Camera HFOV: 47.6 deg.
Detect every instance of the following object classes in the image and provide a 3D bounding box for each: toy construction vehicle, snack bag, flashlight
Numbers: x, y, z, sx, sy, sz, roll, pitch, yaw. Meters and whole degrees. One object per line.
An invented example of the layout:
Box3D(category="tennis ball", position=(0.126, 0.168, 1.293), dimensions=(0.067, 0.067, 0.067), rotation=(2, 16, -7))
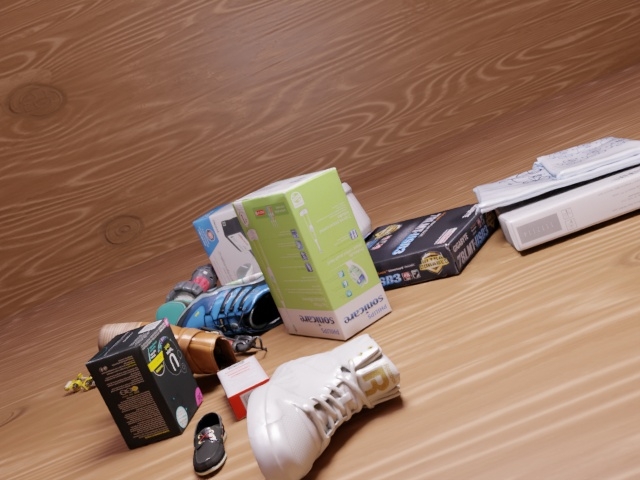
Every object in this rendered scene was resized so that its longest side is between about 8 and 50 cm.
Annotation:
Box3D(category="toy construction vehicle", position=(-0.525, 0.316, 1.647), dimensions=(0.098, 0.035, 0.086), rotation=(-22, 21, 16))
Box3D(category="snack bag", position=(0.479, -0.144, 1.508), dimensions=(0.343, 0.037, 0.323), rotation=(-19, 8, 13))
Box3D(category="flashlight", position=(-0.340, 0.131, 1.991), dimensions=(0.103, 0.103, 0.304), rotation=(-22, 11, 8))

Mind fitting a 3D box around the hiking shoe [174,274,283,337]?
Box3D(category="hiking shoe", position=(-0.172, 0.149, 1.521), dimensions=(0.304, 0.113, 0.132), rotation=(-27, 17, 0))

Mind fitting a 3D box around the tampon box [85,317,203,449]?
Box3D(category="tampon box", position=(-0.281, 0.231, 1.182), dimensions=(0.102, 0.160, 0.120), rotation=(-20, 12, 13))

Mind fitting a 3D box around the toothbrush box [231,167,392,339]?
Box3D(category="toothbrush box", position=(-0.019, 0.028, 1.330), dimensions=(0.122, 0.283, 0.206), rotation=(-27, 11, -30))

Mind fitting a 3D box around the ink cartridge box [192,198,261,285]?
Box3D(category="ink cartridge box", position=(-0.167, -0.008, 1.997), dimensions=(0.308, 0.223, 0.129), rotation=(-15, 13, 36))

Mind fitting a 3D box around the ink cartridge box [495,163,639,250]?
Box3D(category="ink cartridge box", position=(0.492, -0.078, 1.403), dimensions=(0.297, 0.066, 0.261), rotation=(-20, 7, 9))

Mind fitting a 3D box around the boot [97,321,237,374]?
Box3D(category="boot", position=(-0.259, 0.212, 1.366), dimensions=(0.220, 0.109, 0.283), rotation=(2, -25, 11))

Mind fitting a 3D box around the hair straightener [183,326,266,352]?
Box3D(category="hair straightener", position=(-0.176, 0.191, 1.413), dimensions=(0.089, 0.047, 0.230), rotation=(0, -5, -42))

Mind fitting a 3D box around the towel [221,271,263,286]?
Box3D(category="towel", position=(-0.158, 0.131, 1.607), dimensions=(0.152, 0.113, 0.023), rotation=(-21, 35, 1))

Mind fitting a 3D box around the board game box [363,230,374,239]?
Box3D(category="board game box", position=(0.148, 0.001, 1.838), dimensions=(0.281, 0.027, 0.145), rotation=(-15, 14, 35))

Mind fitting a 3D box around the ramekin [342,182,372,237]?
Box3D(category="ramekin", position=(0.000, 0.000, 1.676), dimensions=(0.273, 0.127, 0.273), rotation=(-42, -3, -3))

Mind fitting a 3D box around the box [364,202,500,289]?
Box3D(category="box", position=(0.198, 0.017, 1.538), dimensions=(0.293, 0.073, 0.295), rotation=(-17, 12, 35))

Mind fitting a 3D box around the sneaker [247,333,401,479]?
Box3D(category="sneaker", position=(0.015, 0.193, 0.906), dimensions=(0.169, 0.108, 0.292), rotation=(-24, 9, 11))

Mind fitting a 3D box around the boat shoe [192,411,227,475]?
Box3D(category="boat shoe", position=(-0.157, 0.281, 1.006), dimensions=(0.049, 0.042, 0.133), rotation=(-20, 12, 0))

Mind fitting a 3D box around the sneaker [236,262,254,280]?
Box3D(category="sneaker", position=(-0.200, 0.126, 1.874), dimensions=(0.054, 0.061, 0.152), rotation=(-8, 35, 28))

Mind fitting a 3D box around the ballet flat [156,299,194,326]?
Box3D(category="ballet flat", position=(-0.298, 0.180, 1.771), dimensions=(0.247, 0.083, 0.087), rotation=(-13, -11, 41))

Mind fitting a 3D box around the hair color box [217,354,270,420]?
Box3D(category="hair color box", position=(-0.119, 0.233, 1.161), dimensions=(0.072, 0.043, 0.141), rotation=(-24, 11, -11))
